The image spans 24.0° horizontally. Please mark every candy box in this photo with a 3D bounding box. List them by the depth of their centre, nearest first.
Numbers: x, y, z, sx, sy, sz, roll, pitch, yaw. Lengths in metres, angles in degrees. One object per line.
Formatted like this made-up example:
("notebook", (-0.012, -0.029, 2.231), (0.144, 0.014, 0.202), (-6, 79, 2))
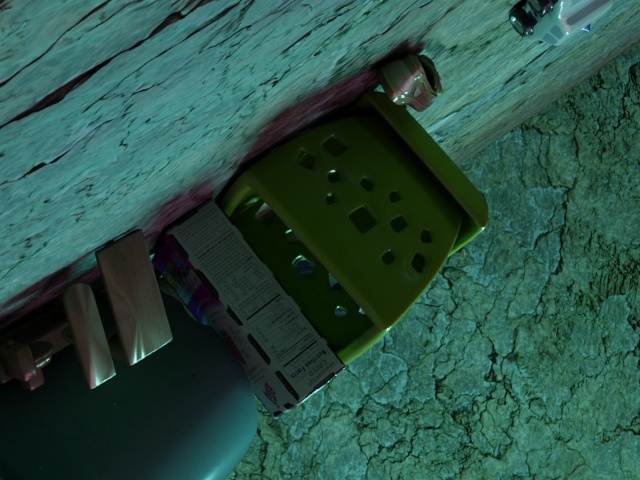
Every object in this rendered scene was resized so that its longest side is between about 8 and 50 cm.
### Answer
("candy box", (-0.083, 0.079, 1.661), (0.071, 0.233, 0.159), (-37, 178, -17))

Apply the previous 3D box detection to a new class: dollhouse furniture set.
("dollhouse furniture set", (-0.261, 0.063, 1.493), (0.151, 0.123, 0.144), (12, -147, 43))

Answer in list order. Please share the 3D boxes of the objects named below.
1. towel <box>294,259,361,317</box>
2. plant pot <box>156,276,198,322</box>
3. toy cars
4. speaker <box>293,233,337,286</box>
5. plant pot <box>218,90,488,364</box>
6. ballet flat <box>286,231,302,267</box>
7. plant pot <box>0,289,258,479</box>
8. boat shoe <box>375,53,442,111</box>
("towel", (-0.020, 0.086, 2.231), (0.243, 0.040, 0.336), (-6, -166, 23))
("plant pot", (-0.207, 0.136, 1.887), (0.110, 0.237, 0.237), (26, 130, -39))
("toy cars", (0.352, -0.314, 1.662), (0.393, 0.087, 0.176), (-38, 175, 40))
("speaker", (0.000, 0.000, 2.182), (0.055, 0.136, 0.055), (-34, 177, -2))
("plant pot", (0.039, -0.021, 1.658), (0.207, 0.227, 0.228), (-41, 178, -20))
("ballet flat", (-0.081, 0.026, 2.286), (0.232, 0.073, 0.080), (-31, 177, -46))
("plant pot", (-0.263, 0.236, 1.638), (0.334, 0.341, 0.341), (-43, -178, -40))
("boat shoe", (0.102, -0.169, 1.556), (0.048, 0.056, 0.153), (-31, 171, 19))
